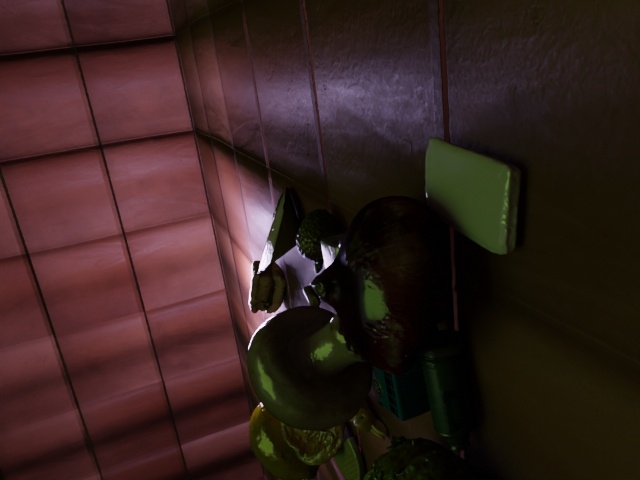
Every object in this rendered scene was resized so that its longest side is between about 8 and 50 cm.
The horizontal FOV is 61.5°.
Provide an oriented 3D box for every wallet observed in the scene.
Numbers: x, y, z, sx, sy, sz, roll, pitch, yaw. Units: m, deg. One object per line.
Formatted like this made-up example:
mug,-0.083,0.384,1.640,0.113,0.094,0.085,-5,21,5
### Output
wallet,0.196,-0.063,0.711,0.183,0.032,0.124,-134,34,-60

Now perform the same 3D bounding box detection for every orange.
orange,0.178,0.482,0.881,0.300,0.223,0.301,33,134,57

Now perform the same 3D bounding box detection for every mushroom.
mushroom,-0.007,0.257,1.199,0.290,0.298,0.297,-55,48,39

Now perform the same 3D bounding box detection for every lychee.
lychee,0.000,0.000,1.220,0.114,0.114,0.146,131,143,-69

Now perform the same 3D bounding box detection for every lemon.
lemon,-0.102,0.648,1.779,0.310,0.258,0.258,56,154,30

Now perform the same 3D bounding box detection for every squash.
squash,-0.135,-0.026,1.541,0.155,0.204,0.237,53,163,-4

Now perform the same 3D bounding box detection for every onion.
onion,0.083,0.063,0.817,0.272,0.195,0.271,6,-90,-90

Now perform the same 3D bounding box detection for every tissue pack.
tissue pack,0.069,0.065,1.077,0.106,0.099,0.148,-153,51,-69

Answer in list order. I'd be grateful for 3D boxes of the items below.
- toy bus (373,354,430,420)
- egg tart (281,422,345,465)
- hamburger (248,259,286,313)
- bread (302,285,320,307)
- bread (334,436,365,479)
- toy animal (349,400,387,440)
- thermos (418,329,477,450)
toy bus,0.148,0.220,0.980,0.106,0.090,0.184,-155,52,-67
egg tart,-0.015,0.546,1.614,0.241,0.106,0.240,-8,76,36
hamburger,-0.190,0.160,1.923,0.262,0.124,0.130,104,165,-48
bread,-0.024,0.161,1.537,0.088,0.034,0.049,52,165,59
bread,0.095,0.644,1.550,0.112,0.036,0.193,59,153,30
toy animal,0.104,0.426,1.310,0.159,0.070,0.083,39,138,54
thermos,0.206,0.241,0.848,0.083,0.073,0.187,-167,63,-70
